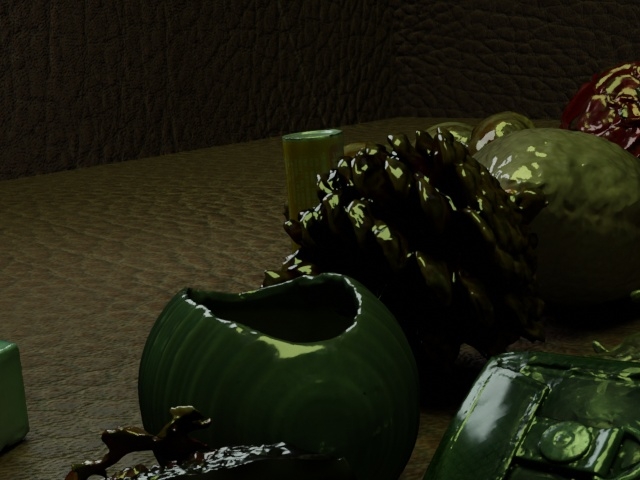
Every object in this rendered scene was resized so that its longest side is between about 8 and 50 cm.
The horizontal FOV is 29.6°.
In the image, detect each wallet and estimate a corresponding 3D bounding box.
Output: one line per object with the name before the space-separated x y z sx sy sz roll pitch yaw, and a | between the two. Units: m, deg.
wallet | 0.182 0.139 0.744 0.236 0.055 0.160 1 41 39

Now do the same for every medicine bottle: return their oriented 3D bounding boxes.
medicine bottle | 0.000 0.000 1.223 0.073 0.218 0.074 -5 11 1

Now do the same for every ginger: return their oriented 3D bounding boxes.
ginger | 0.126 -0.074 1.661 0.375 0.176 0.256 -9 -12 14

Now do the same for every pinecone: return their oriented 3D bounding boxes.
pinecone | 0.082 0.020 1.087 0.257 0.244 0.243 -22 -3 39

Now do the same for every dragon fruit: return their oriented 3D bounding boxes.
dragon fruit | 0.473 -0.146 1.777 0.244 0.244 0.299 -1 12 18

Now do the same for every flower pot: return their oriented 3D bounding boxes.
flower pot | -0.029 0.107 0.837 0.189 0.157 0.243 -8 12 -13

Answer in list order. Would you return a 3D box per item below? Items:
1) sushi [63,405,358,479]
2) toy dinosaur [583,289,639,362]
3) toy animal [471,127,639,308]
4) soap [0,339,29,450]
sushi | -0.074 0.165 0.597 0.172 0.153 0.150 -32 2 -21
toy dinosaur | 0.359 0.077 1.085 0.294 0.077 0.162 -21 18 -9
toy animal | 0.256 -0.026 1.302 0.226 0.188 0.358 12 -4 35
soap | -0.367 0.132 1.011 0.230 0.091 0.145 0 11 17
